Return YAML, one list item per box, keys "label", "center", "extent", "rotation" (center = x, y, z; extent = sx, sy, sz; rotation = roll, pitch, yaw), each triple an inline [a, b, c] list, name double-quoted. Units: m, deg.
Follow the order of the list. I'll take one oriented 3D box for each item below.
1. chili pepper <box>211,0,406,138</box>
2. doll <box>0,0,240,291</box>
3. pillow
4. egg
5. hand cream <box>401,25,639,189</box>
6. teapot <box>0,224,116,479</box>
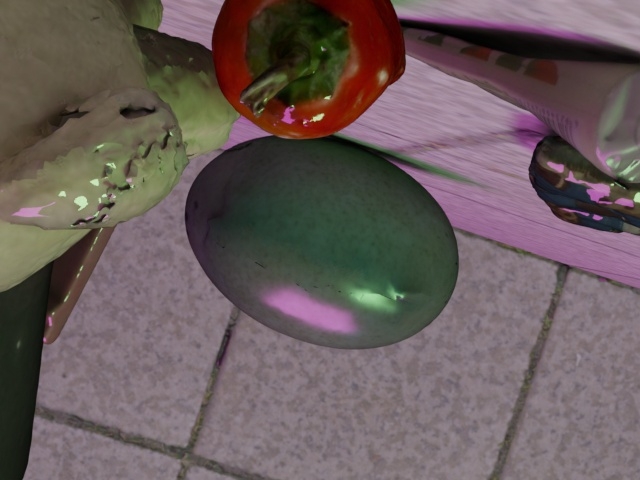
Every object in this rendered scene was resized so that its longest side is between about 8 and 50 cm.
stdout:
- label: "chili pepper"
  center: [-0.002, -0.060, 0.464]
  extent: [0.059, 0.050, 0.191]
  rotation: [15, -168, -1]
- label: "doll"
  center: [-0.123, -0.077, 0.474]
  extent: [0.175, 0.149, 0.278]
  rotation: [-12, -162, 3]
- label: "pillow"
  center: [0.223, 0.002, 0.747]
  extent: [0.256, 0.034, 0.189]
  rotation: [17, -178, 13]
- label: "egg"
  center: [0.000, 0.000, 1.303]
  extent: [0.236, 0.169, 0.169]
  rotation: [18, 180, 4]
- label: "hand cream"
  center: [0.065, -0.052, 0.516]
  extent: [0.057, 0.037, 0.165]
  rotation: [18, -172, -31]
- label: "teapot"
  center: [-0.272, 0.005, 1.056]
  extent: [0.305, 0.361, 0.376]
  rotation: [38, -159, 24]
